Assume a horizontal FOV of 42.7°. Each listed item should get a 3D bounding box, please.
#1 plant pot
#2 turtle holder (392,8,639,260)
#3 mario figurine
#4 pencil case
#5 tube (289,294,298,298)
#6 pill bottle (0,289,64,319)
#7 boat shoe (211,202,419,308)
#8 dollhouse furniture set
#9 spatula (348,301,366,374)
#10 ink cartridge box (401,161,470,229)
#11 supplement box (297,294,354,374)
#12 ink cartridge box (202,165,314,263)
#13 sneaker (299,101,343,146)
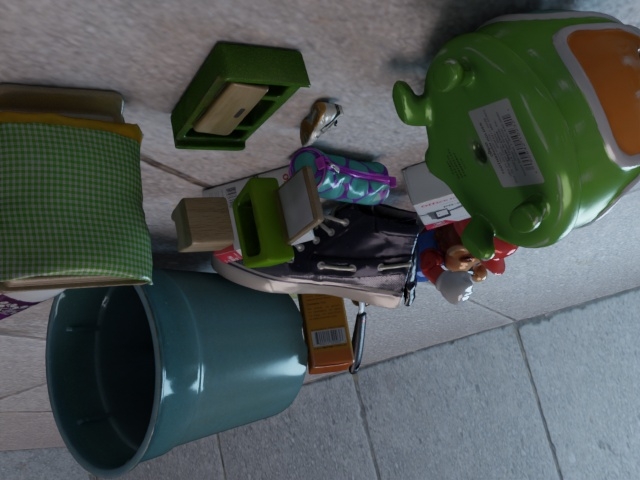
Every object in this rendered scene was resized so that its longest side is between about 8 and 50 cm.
[{"bbox_3d":[-0.223,0.188,1.357,0.334,0.341,0.341,0,159,-45],"label":"plant pot"},{"bbox_3d":[0.234,-0.112,0.889,0.227,0.243,0.320,-27,157,-12],"label":"turtle holder"},{"bbox_3d":[0.212,0.052,1.495,0.321,0.198,0.170,-18,151,29],"label":"mario figurine"},{"bbox_3d":[0.030,-0.085,1.116,0.070,0.064,0.152,-12,168,42],"label":"pencil case"},{"bbox_3d":[-0.007,0.087,1.676,0.240,0.062,0.070,-13,120,16],"label":"tube"},{"bbox_3d":[-0.374,0.005,0.920,0.302,0.169,0.169,-22,161,27],"label":"pill bottle"},{"bbox_3d":[0.000,0.000,1.324,0.341,0.127,0.158,8,117,-5],"label":"boat shoe"},{"bbox_3d":[-0.159,-0.071,0.785,0.302,0.197,0.151,-3,162,-33],"label":"dollhouse furniture set"},{"bbox_3d":[0.067,0.107,1.455,0.030,0.296,0.084,13,-158,33],"label":"spatula"},{"bbox_3d":[0.197,-0.076,1.274,0.109,0.063,0.150,-17,163,12],"label":"ink cartridge box"},{"bbox_3d":[0.001,0.112,1.442,0.080,0.233,0.078,-5,162,-8],"label":"supplement box"},{"bbox_3d":[-0.085,-0.035,1.131,0.135,0.099,0.056,-15,163,7],"label":"ink cartridge box"},{"bbox_3d":[0.001,-0.137,0.981,0.037,0.032,0.083,-5,162,-24],"label":"sneaker"}]
